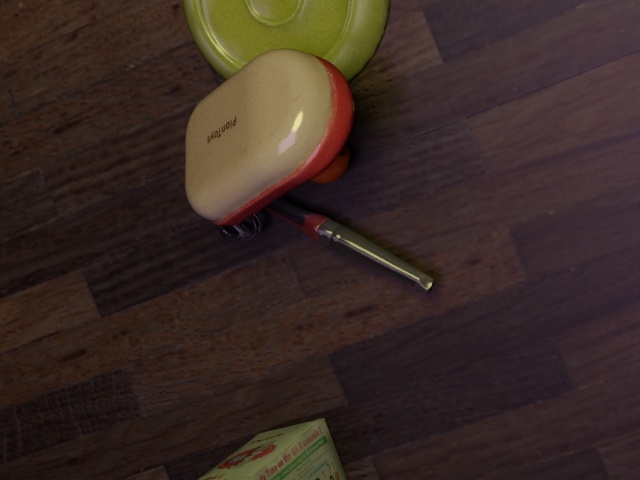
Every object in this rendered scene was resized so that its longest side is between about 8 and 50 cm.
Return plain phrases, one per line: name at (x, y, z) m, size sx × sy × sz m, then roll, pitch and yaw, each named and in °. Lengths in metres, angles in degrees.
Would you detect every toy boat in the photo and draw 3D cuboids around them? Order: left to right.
toy boat at (-0.034, -0.101, 1.998) m, size 0.231 × 0.151 × 0.151 m, roll -30°, pitch 54°, yaw 50°

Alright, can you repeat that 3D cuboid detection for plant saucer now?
plant saucer at (-0.045, -0.263, 2.015) m, size 0.241 × 0.037 × 0.241 m, roll 4°, pitch 103°, yaw 20°

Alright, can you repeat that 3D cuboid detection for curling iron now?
curling iron at (0.000, 0.000, 2.059) m, size 0.274 × 0.035 × 0.068 m, roll 20°, pitch 112°, yaw 16°

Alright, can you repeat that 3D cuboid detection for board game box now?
board game box at (-0.025, 0.373, 2.053) m, size 0.097 × 0.224 × 0.303 m, roll -16°, pitch 96°, yaw 26°
